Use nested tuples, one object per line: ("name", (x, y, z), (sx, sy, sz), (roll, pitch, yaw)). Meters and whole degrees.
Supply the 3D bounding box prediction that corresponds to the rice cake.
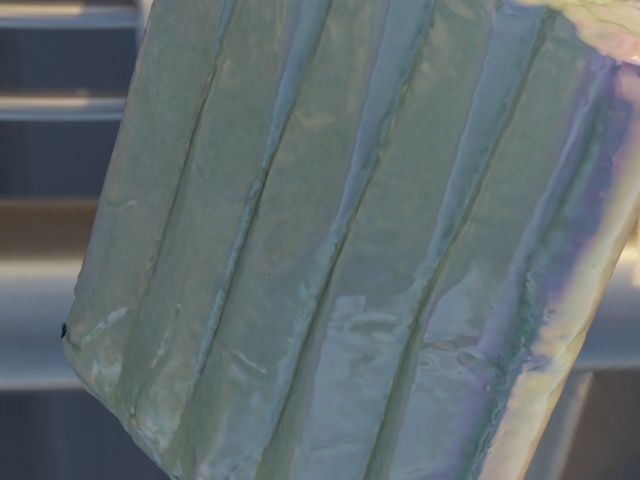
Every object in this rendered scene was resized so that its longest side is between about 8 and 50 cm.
("rice cake", (0.000, 0.000, 0.428), (0.037, 0.189, 0.198), (-10, 125, -38))
